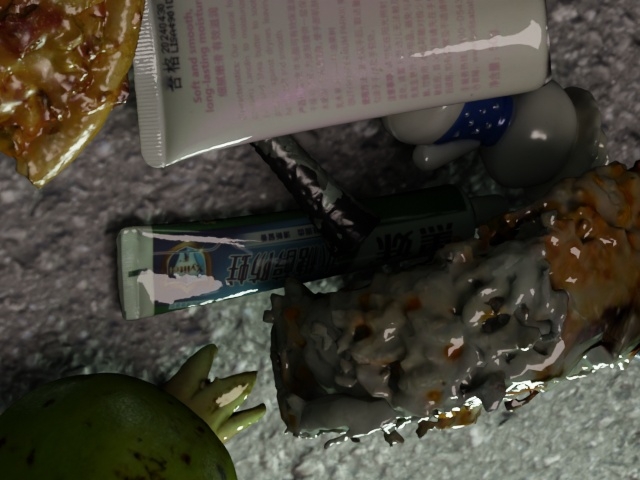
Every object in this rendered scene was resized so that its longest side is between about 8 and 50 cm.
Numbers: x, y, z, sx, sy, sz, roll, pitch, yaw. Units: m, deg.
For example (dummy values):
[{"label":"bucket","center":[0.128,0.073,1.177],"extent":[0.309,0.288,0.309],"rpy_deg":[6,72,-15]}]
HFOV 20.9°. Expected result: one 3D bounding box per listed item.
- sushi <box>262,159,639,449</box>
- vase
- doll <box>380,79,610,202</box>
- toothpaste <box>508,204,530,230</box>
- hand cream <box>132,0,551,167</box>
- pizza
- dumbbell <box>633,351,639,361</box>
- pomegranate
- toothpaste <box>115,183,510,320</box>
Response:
[{"label":"sushi","center":[0.138,0.070,1.566],"extent":[0.417,0.417,0.175],"rpy_deg":[-17,81,-18]},{"label":"vase","center":[-0.020,-0.061,1.544],"extent":[0.059,0.059,0.167],"rpy_deg":[-42,107,0]},{"label":"doll","center":[0.154,-0.117,1.606],"extent":[0.293,0.119,0.138],"rpy_deg":[19,89,-28]},{"label":"toothpaste","center":[0.208,0.058,1.775],"extent":[0.056,0.036,0.205],"rpy_deg":[-10,117,-23]},{"label":"hand cream","center":[0.019,-0.169,1.461],"extent":[0.359,0.118,0.185],"rpy_deg":[-5,102,-1]},{"label":"pizza","center":[-0.247,-0.193,1.372],"extent":[0.226,0.086,0.335],"rpy_deg":[-2,119,-24]},{"label":"dumbbell","center":[0.371,-0.031,1.740],"extent":[0.144,0.156,0.316],"rpy_deg":[28,104,-5]},{"label":"pomegranate","center":[-0.172,0.227,1.564],"extent":[0.340,0.260,0.260],"rpy_deg":[-48,134,-34]},{"label":"toothpaste","center":[0.000,0.000,1.619],"extent":[0.392,0.061,0.098],"rpy_deg":[-11,121,-20]}]
